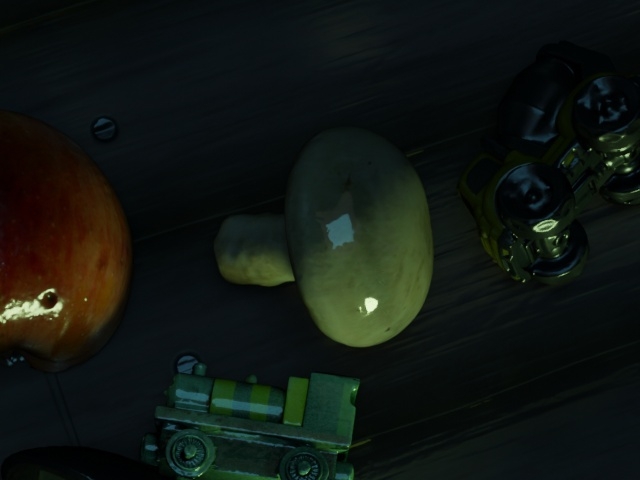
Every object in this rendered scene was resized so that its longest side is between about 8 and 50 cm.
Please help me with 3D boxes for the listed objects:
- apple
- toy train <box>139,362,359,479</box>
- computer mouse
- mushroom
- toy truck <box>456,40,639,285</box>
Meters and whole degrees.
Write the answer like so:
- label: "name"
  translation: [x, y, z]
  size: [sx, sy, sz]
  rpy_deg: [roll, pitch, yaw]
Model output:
- label: "apple"
  translation: [-0.325, 0.005, 1.760]
  size: [0.293, 0.163, 0.251]
  rpy_deg: [-19, 78, -6]
- label: "toy train"
  translation: [-0.065, 0.181, 1.783]
  size: [0.200, 0.083, 0.132]
  rpy_deg: [10, 66, -1]
- label: "computer mouse"
  translation: [-0.162, 0.254, 1.733]
  size: [0.264, 0.147, 0.088]
  rpy_deg: [36, 56, 6]
- label: "mushroom"
  translation: [0.010, -0.012, 1.769]
  size: [0.209, 0.206, 0.206]
  rpy_deg: [19, 77, 7]
- label: "toy truck"
  translation: [0.219, -0.079, 1.834]
  size: [0.165, 0.147, 0.224]
  rpy_deg: [37, 80, 29]
